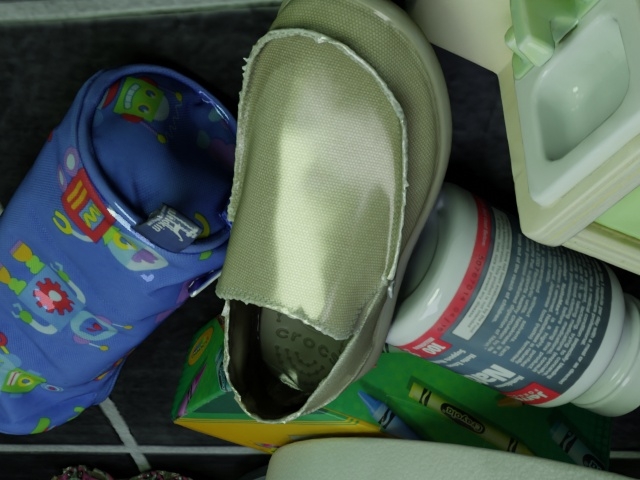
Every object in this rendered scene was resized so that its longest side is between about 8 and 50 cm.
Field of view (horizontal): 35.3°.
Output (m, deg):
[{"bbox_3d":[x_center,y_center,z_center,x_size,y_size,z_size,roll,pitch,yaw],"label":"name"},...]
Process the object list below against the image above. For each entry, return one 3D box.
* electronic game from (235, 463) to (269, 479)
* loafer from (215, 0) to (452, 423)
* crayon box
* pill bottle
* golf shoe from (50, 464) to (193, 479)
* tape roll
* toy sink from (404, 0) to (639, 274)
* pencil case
[{"bbox_3d":[0.019,0.271,0.973,0.229,0.048,0.229,4,140,3],"label":"electronic game"},{"bbox_3d":[0.000,0.000,0.514,0.102,0.092,0.268,18,133,17],"label":"loafer"},{"bbox_3d":[0.049,0.125,0.737,0.278,0.081,0.165,21,155,-16],"label":"crayon box"},{"bbox_3d":[0.128,0.045,0.642,0.180,0.108,0.108,25,137,-20],"label":"pill bottle"},{"bbox_3d":[-0.171,0.264,0.982,0.186,0.067,0.086,6,147,18],"label":"golf shoe"},{"bbox_3d":[0.142,0.235,0.740,0.392,0.072,0.392,12,158,5],"label":"tape roll"},{"bbox_3d":[0.174,-0.071,0.466,0.234,0.131,0.153,20,138,-23],"label":"toy sink"},{"bbox_3d":[-0.146,0.022,0.644,0.133,0.119,0.306,41,134,-5],"label":"pencil case"}]
